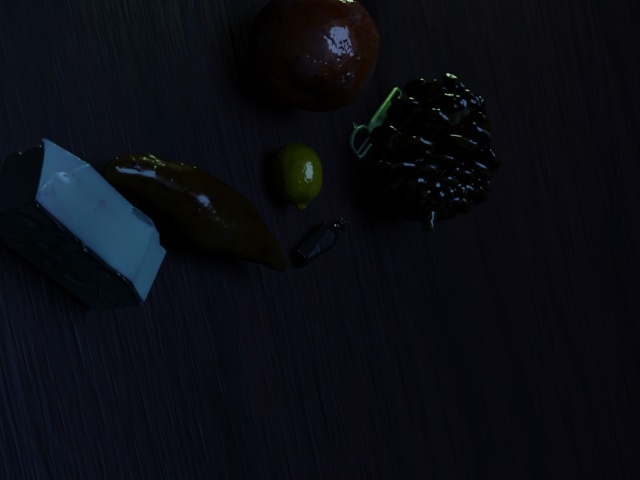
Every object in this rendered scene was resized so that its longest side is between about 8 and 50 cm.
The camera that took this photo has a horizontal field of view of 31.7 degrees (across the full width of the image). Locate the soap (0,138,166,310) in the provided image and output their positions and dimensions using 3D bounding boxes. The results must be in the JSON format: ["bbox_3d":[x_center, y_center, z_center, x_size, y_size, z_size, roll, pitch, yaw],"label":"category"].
[{"bbox_3d":[-0.305,-0.012,1.387,0.230,0.145,0.091,43,51,-36],"label":"soap"}]

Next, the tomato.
[{"bbox_3d":[-0.011,-0.306,1.774,0.208,0.208,0.184,24,61,-46],"label":"tomato"}]

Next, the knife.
[{"bbox_3d":[0.097,-0.222,2.038,0.054,0.015,0.212,52,46,-18],"label":"knife"}]

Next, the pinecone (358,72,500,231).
[{"bbox_3d":[0.194,-0.160,1.969,0.244,0.244,0.309,41,44,-38],"label":"pinecone"}]

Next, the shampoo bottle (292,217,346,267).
[{"bbox_3d":[0.000,0.000,1.852,0.137,0.027,0.048,-41,126,-47],"label":"shampoo bottle"}]

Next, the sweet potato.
[{"bbox_3d":[-0.171,-0.042,1.592,0.359,0.112,0.112,34,56,-38],"label":"sweet potato"}]

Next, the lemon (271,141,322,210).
[{"bbox_3d":[-0.037,-0.102,1.789,0.082,0.082,0.110,5,78,-50],"label":"lemon"}]
